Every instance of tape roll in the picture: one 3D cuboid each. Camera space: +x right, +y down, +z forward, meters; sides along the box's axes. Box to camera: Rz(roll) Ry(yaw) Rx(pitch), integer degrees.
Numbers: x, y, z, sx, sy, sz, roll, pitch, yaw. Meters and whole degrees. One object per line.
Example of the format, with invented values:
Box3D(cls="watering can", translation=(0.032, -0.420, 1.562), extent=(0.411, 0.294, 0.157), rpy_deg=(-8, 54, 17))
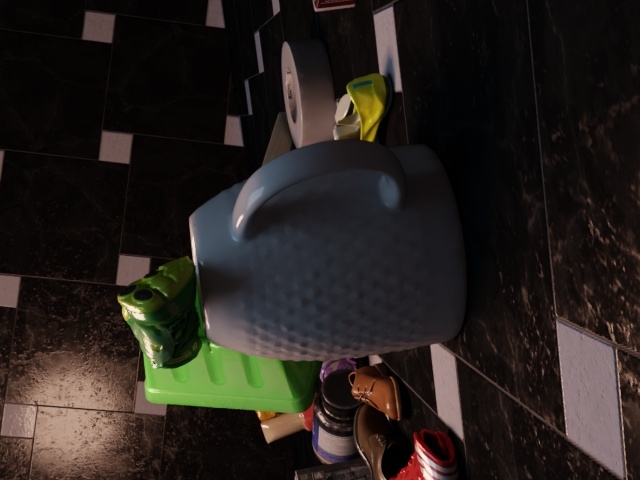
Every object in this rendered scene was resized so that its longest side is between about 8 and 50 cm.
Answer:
Box3D(cls="tape roll", translation=(-0.025, -0.298, 1.980), extent=(0.219, 0.072, 0.219), rpy_deg=(171, 90, -82))

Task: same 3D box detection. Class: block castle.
Box3D(cls="block castle", translation=(-0.084, 0.353, 2.540), extent=(0.453, 0.212, 0.303), rpy_deg=(96, 152, -80))

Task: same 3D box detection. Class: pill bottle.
Box3D(cls="pill bottle", translation=(0.045, 0.360, 1.976), extent=(0.219, 0.122, 0.123), rpy_deg=(92, 166, -48))

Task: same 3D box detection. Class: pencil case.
Box3D(cls="pencil case", translation=(0.023, 0.239, 2.143), extent=(0.088, 0.086, 0.206), rpy_deg=(-58, 26, 17))

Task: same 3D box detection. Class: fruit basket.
Box3D(cls="fruit basket", translation=(-0.162, 0.247, 2.063), extent=(0.392, 0.392, 0.283), rpy_deg=(92, -170, -50))

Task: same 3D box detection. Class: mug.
Box3D(cls="mug", translation=(0.000, 0.000, 1.270), extent=(0.374, 0.328, 0.276), rpy_deg=(96, 163, -57))

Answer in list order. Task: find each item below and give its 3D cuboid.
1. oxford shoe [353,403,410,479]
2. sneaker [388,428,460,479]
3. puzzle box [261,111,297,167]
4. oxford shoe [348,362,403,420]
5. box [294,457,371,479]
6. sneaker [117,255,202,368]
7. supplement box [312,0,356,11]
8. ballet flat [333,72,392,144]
Box3D(cls="oxford shoe", translation=(0.119, 0.368, 1.724), extent=(0.227, 0.082, 0.096), rpy_deg=(-109, 32, -45))
Box3D(cls="sneaker", translation=(0.158, 0.340, 1.450), extent=(0.221, 0.087, 0.128), rpy_deg=(169, 101, -69))
Box3D(cls="puzzle box", translation=(-0.067, -0.043, 2.165), extent=(0.272, 0.052, 0.409), rpy_deg=(-79, -14, -51))
Box3D(cls="oxford shoe", translation=(0.098, 0.273, 1.726), extent=(0.212, 0.076, 0.076), rpy_deg=(-153, 57, -77))
Box3D(cls="box", translation=(0.061, 0.535, 1.844), extent=(0.059, 0.183, 0.233), rpy_deg=(97, 161, -61))
Box3D(cls="sneaker", translation=(-0.195, 0.101, 1.285), extent=(0.123, 0.109, 0.295), rpy_deg=(58, 166, 4))
Box3D(cls="supplement box", translation=(0.025, -0.469, 1.501), extent=(0.239, 0.073, 0.130), rpy_deg=(113, 147, -75))
Box3D(cls="ballet flat", translation=(0.059, -0.183, 1.534), extent=(0.231, 0.077, 0.077), rpy_deg=(99, 160, -63))
